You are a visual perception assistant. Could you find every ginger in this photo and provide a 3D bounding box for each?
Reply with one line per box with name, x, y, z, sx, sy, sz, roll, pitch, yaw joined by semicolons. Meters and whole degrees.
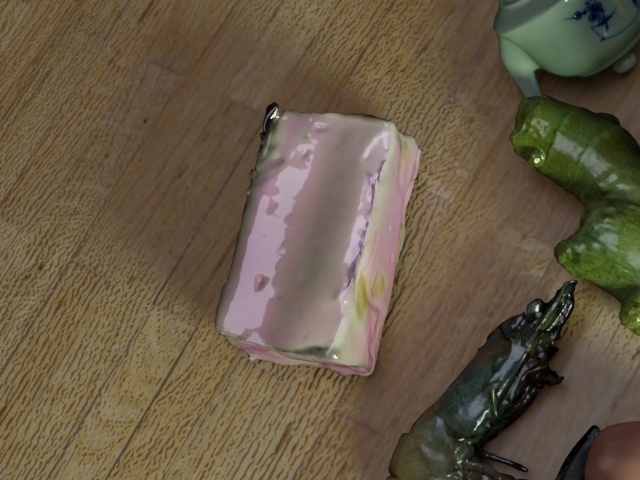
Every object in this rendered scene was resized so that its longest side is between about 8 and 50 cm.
ginger;0.280;-0.027;1.311;0.137;0.089;0.290;-14;64;-3

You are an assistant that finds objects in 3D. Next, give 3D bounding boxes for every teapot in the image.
teapot;0.275;-0.230;1.378;0.232;0.159;0.159;-40;62;15

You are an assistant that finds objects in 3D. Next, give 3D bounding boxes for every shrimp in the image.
shrimp;0.191;0.184;1.288;0.178;0.075;0.289;40;86;19

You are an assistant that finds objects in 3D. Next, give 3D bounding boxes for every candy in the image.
candy;0.000;0.000;1.393;0.155;0.116;0.265;7;73;21

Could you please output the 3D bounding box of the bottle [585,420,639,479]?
bottle;0.306;0.306;1.156;0.206;0.173;0.297;11;69;-10
